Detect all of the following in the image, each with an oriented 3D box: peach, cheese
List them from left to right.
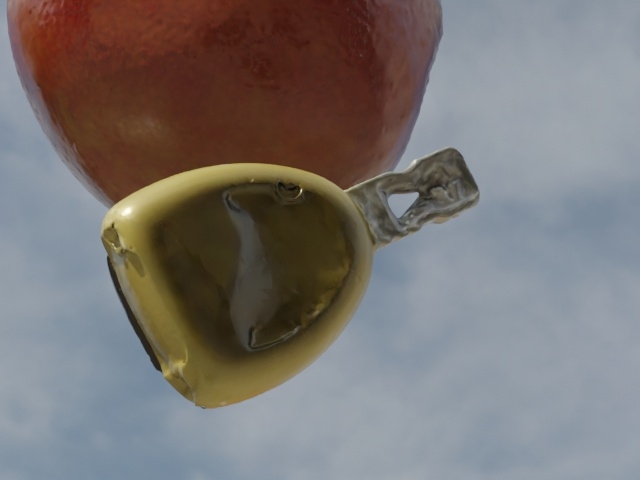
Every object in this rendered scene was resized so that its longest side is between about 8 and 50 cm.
[{"bbox_3d":[-0.079,-0.150,1.018,0.332,0.308,0.308,14,-44,4],"label":"peach"},{"bbox_3d":[-0.001,0.000,0.513,0.086,0.162,0.036,61,-36,9],"label":"cheese"}]
